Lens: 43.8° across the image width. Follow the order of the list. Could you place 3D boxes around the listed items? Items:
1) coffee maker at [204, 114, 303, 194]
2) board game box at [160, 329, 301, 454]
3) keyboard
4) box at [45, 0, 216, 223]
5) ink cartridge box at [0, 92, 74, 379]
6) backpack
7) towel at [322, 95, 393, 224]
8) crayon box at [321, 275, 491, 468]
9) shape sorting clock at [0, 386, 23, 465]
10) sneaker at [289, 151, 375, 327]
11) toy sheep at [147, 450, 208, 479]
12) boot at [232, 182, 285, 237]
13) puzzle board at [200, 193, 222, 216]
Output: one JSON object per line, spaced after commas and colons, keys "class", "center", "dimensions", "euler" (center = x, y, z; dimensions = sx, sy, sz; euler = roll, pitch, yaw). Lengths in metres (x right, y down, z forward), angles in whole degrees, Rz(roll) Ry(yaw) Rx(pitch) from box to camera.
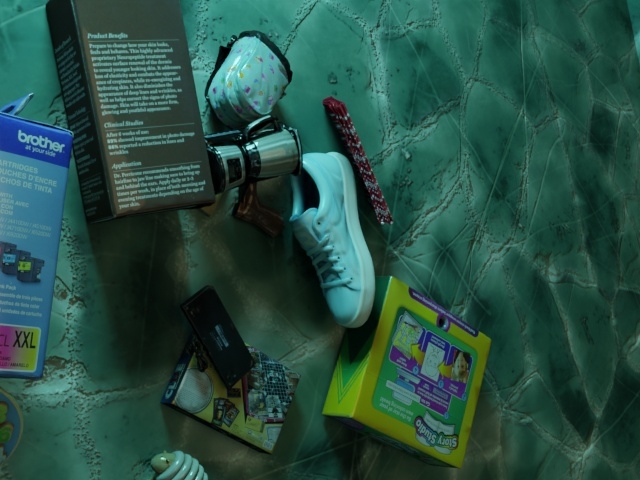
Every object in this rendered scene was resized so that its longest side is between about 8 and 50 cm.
{"class": "coffee maker", "center": [-0.147, -0.149, 1.470], "dimensions": [0.178, 0.171, 0.120], "euler": [-16, 91, -30]}
{"class": "board game box", "center": [-0.159, 0.274, 1.477], "dimensions": [0.243, 0.042, 0.165], "euler": [37, 62, -32]}
{"class": "keyboard", "center": [-0.192, 0.180, 1.418], "dimensions": [0.108, 0.023, 0.180], "euler": [-41, 110, -43]}
{"class": "box", "center": [-0.318, -0.229, 1.331], "dimensions": [0.191, 0.143, 0.381], "euler": [-11, 94, -36]}
{"class": "ink cartridge box", "center": [-0.476, -0.016, 1.086], "dimensions": [0.151, 0.270, 0.395], "euler": [12, 77, -43]}
{"class": "backpack", "center": [-0.137, -0.301, 1.512], "dimensions": [0.152, 0.115, 0.182], "euler": [46, 52, -24]}
{"class": "towel", "center": [0.074, -0.170, 1.659], "dimensions": [0.031, 0.199, 0.274], "euler": [-24, 104, 1]}
{"class": "crayon box", "center": [0.200, 0.294, 1.745], "dimensions": [0.363, 0.106, 0.313], "euler": [32, 66, -33]}
{"class": "shape sorting clock", "center": [-0.522, 0.274, 1.105], "dimensions": [0.206, 0.040, 0.206], "euler": [-16, 130, -19]}
{"class": "sneaker", "center": [0.000, 0.000, 1.598], "dimensions": [0.150, 0.135, 0.365], "euler": [-2, 75, -40]}
{"class": "toy sheep", "center": [-0.239, 0.413, 1.366], "dimensions": [0.132, 0.091, 0.091], "euler": [47, 57, -20]}
{"class": "boot", "center": [-0.110, -0.071, 1.564], "dimensions": [0.114, 0.037, 0.106], "euler": [27, 81, -32]}
{"class": "puzzle board", "center": [-0.233, -0.118, 1.481], "dimensions": [0.128, 0.011, 0.096], "euler": [38, 61, -32]}
